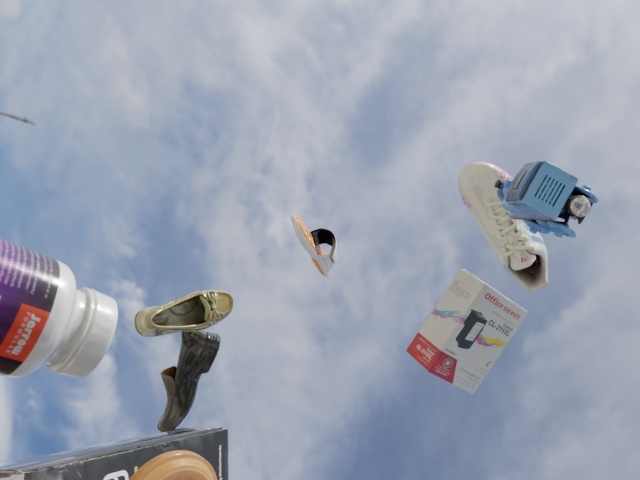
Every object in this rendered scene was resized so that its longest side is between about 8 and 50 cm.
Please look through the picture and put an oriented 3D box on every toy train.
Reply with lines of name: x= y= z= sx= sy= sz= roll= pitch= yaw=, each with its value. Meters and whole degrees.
toy train: x=0.308 y=-0.059 z=0.840 sx=0.105 sy=0.184 sz=0.080 roll=31 pitch=-87 yaw=-2

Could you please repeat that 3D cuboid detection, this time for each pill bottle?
pill bottle: x=-0.277 y=0.052 z=0.502 sx=0.108 sy=0.193 sz=0.108 roll=-28 pitch=-132 yaw=36

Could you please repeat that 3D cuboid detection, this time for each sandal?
sandal: x=0.003 y=0.008 z=1.538 sx=0.076 sy=0.265 sz=0.102 roll=-23 pitch=-121 yaw=7

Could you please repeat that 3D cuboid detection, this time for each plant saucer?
plant saucer: x=-0.101 y=0.182 z=0.397 sx=0.013 sy=0.083 sz=0.083 roll=8 pitch=-95 yaw=42

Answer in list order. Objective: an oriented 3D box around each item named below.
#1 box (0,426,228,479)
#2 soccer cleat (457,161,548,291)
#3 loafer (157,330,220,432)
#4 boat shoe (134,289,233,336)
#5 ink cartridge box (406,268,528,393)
box: x=-0.167 y=0.323 z=0.485 sx=0.076 sy=0.242 sz=0.307 roll=-9 pitch=-103 yaw=23
soccer cleat: x=0.404 y=-0.025 z=1.276 sx=0.116 sy=0.331 sz=0.143 roll=-28 pitch=-148 yaw=24
loafer: x=-0.212 y=0.209 z=0.901 sx=0.170 sy=0.061 sz=0.062 roll=-65 pitch=-163 yaw=0
boat shoe: x=-0.180 y=0.100 z=0.837 sx=0.048 sy=0.153 sz=0.056 roll=-16 pitch=-98 yaw=48
ink cartridge box: x=0.251 y=0.155 z=1.026 sx=0.175 sy=0.127 sz=0.072 roll=-57 pitch=-150 yaw=4
